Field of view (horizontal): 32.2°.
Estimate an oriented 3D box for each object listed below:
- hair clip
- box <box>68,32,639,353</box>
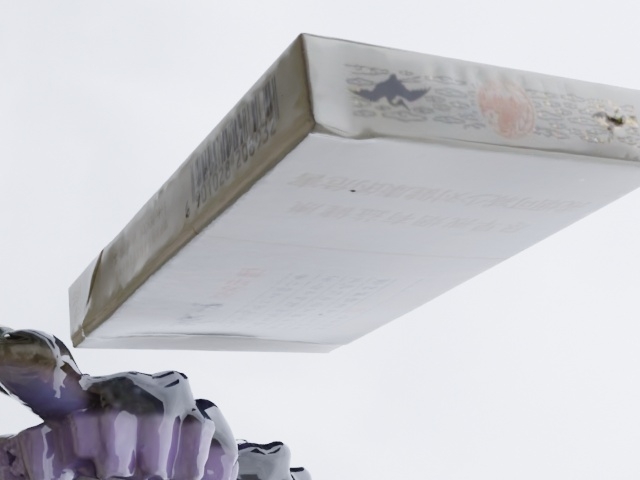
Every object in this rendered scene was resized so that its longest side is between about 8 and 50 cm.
[{"bbox_3d":[-0.066,0.096,0.460,0.106,0.292,0.084,-9,-115,11],"label":"hair clip"},{"bbox_3d":[0.000,-0.001,0.649,0.365,0.205,0.051,-37,-125,55],"label":"box"}]
